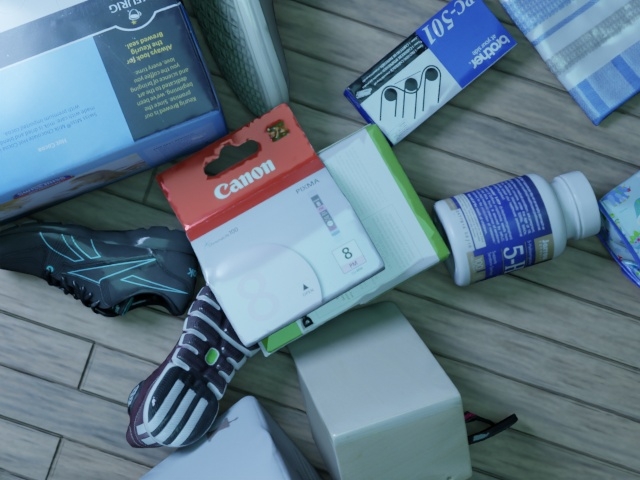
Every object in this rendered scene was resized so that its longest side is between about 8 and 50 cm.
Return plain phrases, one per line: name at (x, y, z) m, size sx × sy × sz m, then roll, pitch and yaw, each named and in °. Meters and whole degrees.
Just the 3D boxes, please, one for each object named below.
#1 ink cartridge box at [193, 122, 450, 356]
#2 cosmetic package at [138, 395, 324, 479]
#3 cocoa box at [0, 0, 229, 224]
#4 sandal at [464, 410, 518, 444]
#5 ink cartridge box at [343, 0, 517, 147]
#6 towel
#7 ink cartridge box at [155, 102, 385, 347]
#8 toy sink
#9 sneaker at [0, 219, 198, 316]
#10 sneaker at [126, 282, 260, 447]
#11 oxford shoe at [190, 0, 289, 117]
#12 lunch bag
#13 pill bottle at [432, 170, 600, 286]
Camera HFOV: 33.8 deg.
ink cartridge box at (0.000, 0.000, 1.301) m, size 0.255 × 0.097 × 0.188 m, roll -29°, pitch 88°, yaw -3°
cosmetic package at (-0.063, 0.447, 1.125) m, size 0.327 × 0.329 × 0.393 m, roll -38°, pitch 104°, yaw -3°
cocoa box at (-0.306, -0.174, 1.231) m, size 0.347 × 0.231 × 0.227 m, roll -21°, pitch 89°, yaw -3°
sandal at (0.160, 0.243, 1.316) m, size 0.179 × 0.067 × 0.040 m, roll -18°, pitch 77°, yaw 0°
ink cartridge box at (0.139, -0.219, 1.343) m, size 0.207 × 0.046 × 0.097 m, roll -39°, pitch 91°, yaw -4°
towel at (0.353, -0.320, 1.362) m, size 0.209 × 0.034 × 0.285 m, roll -36°, pitch 89°, yaw -2°
ink cartridge box at (-0.062, -0.021, 1.227) m, size 0.189 × 0.066 × 0.232 m, roll -30°, pitch 91°, yaw -2°
toy sink at (0.063, 0.197, 1.261) m, size 0.153 × 0.234 × 0.131 m, roll -17°, pitch 118°, yaw -10°
sneaker at (-0.280, 0.035, 1.282) m, size 0.268 × 0.101 × 0.106 m, roll 2°, pitch 76°, yaw -2°
sneaker at (-0.157, 0.140, 1.292) m, size 0.106 × 0.162 × 0.281 m, roll 45°, pitch 51°, yaw -11°
oxford shoe at (-0.107, -0.372, 1.294) m, size 0.130 × 0.169 × 0.449 m, roll -18°, pitch 87°, yaw -24°
lunch bag at (0.428, -0.014, 1.320) m, size 0.129 × 0.096 × 0.151 m, roll -35°, pitch 79°, yaw -4°
pill bottle at (0.243, -0.021, 1.304) m, size 0.187 × 0.112 × 0.112 m, roll -17°, pitch 88°, yaw -2°
